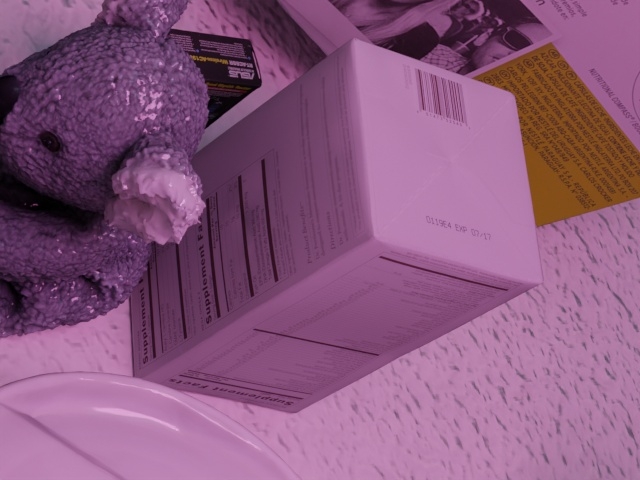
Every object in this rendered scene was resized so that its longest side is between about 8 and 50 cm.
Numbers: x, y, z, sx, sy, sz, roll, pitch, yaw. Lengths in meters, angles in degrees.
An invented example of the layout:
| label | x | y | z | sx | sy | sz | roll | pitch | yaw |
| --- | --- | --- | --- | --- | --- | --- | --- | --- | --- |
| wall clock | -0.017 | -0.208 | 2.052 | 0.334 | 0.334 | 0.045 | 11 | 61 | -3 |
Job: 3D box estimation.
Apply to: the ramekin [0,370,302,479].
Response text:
| label | x | y | z | sx | sy | sz | roll | pitch | yaw |
| --- | --- | --- | --- | --- | --- | --- | --- | --- | --- |
| ramekin | -0.118 | 0.213 | 0.979 | 0.273 | 0.127 | 0.273 | 19 | 45 | -20 |

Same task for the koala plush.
| label | x | y | z | sx | sy | sz | roll | pitch | yaw |
| --- | --- | --- | --- | --- | --- | --- | --- | --- | --- |
| koala plush | -0.143 | -0.056 | 1.079 | 0.203 | 0.221 | 0.196 | 17 | 56 | -35 |

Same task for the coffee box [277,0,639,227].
| label | x | y | z | sx | sy | sz | roll | pitch | yaw |
| --- | --- | --- | --- | --- | --- | --- | --- | --- | --- |
| coffee box | 0.203 | -0.260 | 1.375 | 0.338 | 0.334 | 0.337 | 45 | 42 | -34 |

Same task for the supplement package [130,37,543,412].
| label | x | y | z | sx | sy | sz | roll | pitch | yaw |
| --- | --- | --- | --- | --- | --- | --- | --- | --- | --- |
| supplement package | 0.000 | 0.000 | 1.158 | 0.139 | 0.244 | 0.133 | 15 | 58 | -37 |

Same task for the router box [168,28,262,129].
| label | x | y | z | sx | sy | sz | roll | pitch | yaw |
| --- | --- | --- | --- | --- | --- | --- | --- | --- | --- |
| router box | -0.115 | -0.103 | 1.226 | 0.122 | 0.092 | 0.038 | 2 | 65 | -42 |
